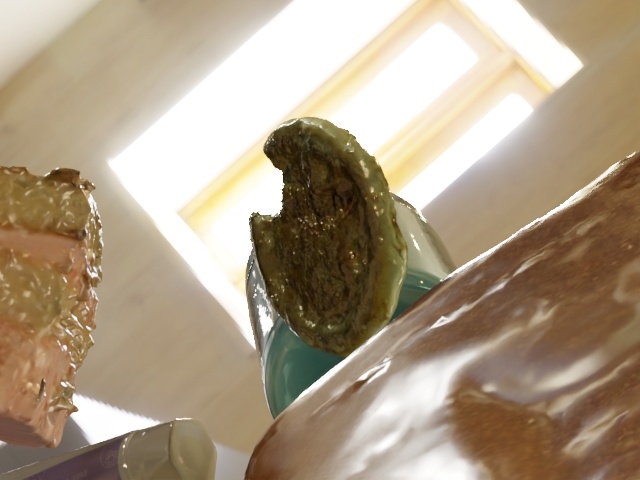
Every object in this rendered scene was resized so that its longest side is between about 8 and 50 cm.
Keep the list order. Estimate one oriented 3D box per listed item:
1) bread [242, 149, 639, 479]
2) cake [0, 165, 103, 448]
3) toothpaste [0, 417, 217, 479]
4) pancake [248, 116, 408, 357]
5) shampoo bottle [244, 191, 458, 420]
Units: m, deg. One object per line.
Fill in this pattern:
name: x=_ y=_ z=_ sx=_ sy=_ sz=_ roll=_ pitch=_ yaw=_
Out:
bread: x=0.114 y=0.091 z=0.387 sx=0.143 sy=0.324 sz=0.333 roll=54 pitch=10 yaw=-12
cake: x=-0.433 y=0.084 z=1.457 sx=0.293 sy=0.306 sz=0.314 roll=9 pitch=-20 yaw=1
toothpaste: x=-0.271 y=0.269 z=1.189 sx=0.080 sy=0.371 sz=0.125 roll=30 pitch=44 yaw=-49
pancake: x=0.000 y=0.000 z=1.124 sx=0.253 sy=0.037 sz=0.253 roll=24 pitch=-61 yaw=53
shampoo bottle: x=0.063 y=0.125 z=1.708 sx=0.331 sy=0.331 sz=0.342 roll=48 pitch=9 yaw=-23
